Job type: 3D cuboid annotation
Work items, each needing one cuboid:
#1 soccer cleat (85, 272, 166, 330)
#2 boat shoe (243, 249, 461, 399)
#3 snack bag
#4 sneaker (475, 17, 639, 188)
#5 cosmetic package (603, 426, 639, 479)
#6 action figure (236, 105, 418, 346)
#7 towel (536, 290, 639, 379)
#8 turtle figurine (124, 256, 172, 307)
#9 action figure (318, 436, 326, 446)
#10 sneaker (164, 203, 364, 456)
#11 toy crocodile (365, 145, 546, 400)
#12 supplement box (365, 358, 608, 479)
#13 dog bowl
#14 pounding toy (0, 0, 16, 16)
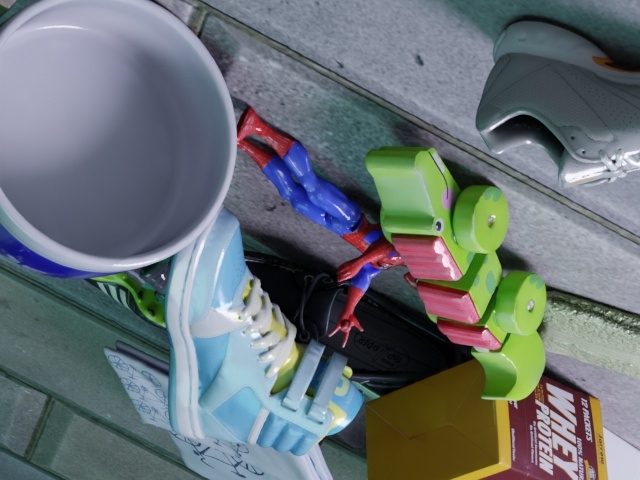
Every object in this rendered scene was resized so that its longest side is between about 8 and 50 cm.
[{"bbox_3d":[-0.241,0.059,2.165,0.179,0.060,0.072,33,164,1],"label":"soccer cleat"},{"bbox_3d":[0.008,0.092,1.904,0.340,0.127,0.113,30,153,-12],"label":"boat shoe"},{"bbox_3d":[-0.112,0.282,2.255,0.323,0.037,0.342,22,153,28],"label":"snack bag"},{"bbox_3d":[0.247,-0.081,1.358,0.262,0.121,0.099,17,154,19],"label":"sneaker"},{"bbox_3d":[0.367,0.321,2.013,0.231,0.117,0.085,33,154,-17],"label":"cosmetic package"},{"bbox_3d":[0.000,0.000,1.736,0.280,0.139,0.091,32,155,-18],"label":"action figure"},{"bbox_3d":[0.296,0.103,1.769,0.148,0.027,0.110,19,153,14],"label":"towel"},{"bbox_3d":[-0.131,0.096,2.067,0.234,0.118,0.175,44,150,-21],"label":"turtle figurine"},{"bbox_3d":[-0.108,0.272,2.385,0.185,0.099,0.285,35,154,-18],"label":"action figure"},{"bbox_3d":[-0.051,0.099,1.785,0.208,0.127,0.319,14,135,12],"label":"sneaker"},{"bbox_3d":[0.135,0.031,1.684,0.115,0.105,0.340,8,145,35],"label":"toy crocodile"},{"bbox_3d":[0.186,0.238,1.895,0.191,0.129,0.194,-26,143,38],"label":"supplement box"},{"bbox_3d":[-0.217,-0.097,1.596,0.265,0.265,0.104,37,155,-20],"label":"dog bowl"},{"bbox_3d":[-0.322,-0.287,1.557,0.141,0.100,0.130,37,167,-16],"label":"pounding toy"}]
